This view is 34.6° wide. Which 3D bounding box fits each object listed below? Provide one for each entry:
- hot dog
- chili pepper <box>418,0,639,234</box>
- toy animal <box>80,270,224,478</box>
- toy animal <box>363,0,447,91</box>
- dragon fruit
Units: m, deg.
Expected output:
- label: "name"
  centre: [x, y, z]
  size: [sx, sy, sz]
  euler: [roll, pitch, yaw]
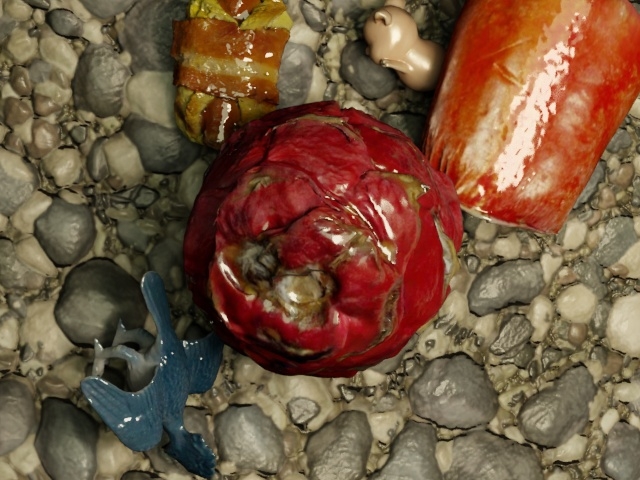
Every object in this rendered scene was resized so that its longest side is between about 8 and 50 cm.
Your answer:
- label: "hot dog"
  centre: [-0.108, -0.211, 1.236]
  size: [0.146, 0.103, 0.213]
  euler: [4, 88, -13]
- label: "chili pepper"
  centre: [0.254, -0.168, 1.279]
  size: [0.251, 0.229, 0.305]
  euler: [19, 97, -49]
- label: "toy animal"
  centre: [-0.174, 0.155, 1.187]
  size: [0.176, 0.255, 0.239]
  euler: [25, 38, 14]
- label: "toy animal"
  centre: [0.111, -0.243, 1.298]
  size: [0.150, 0.083, 0.089]
  euler: [41, 94, -24]
- label: "dragon fruit"
  centre: [-0.001, 0.003, 1.141]
  size: [0.329, 0.329, 0.329]
  euler: [1, 87, -12]
